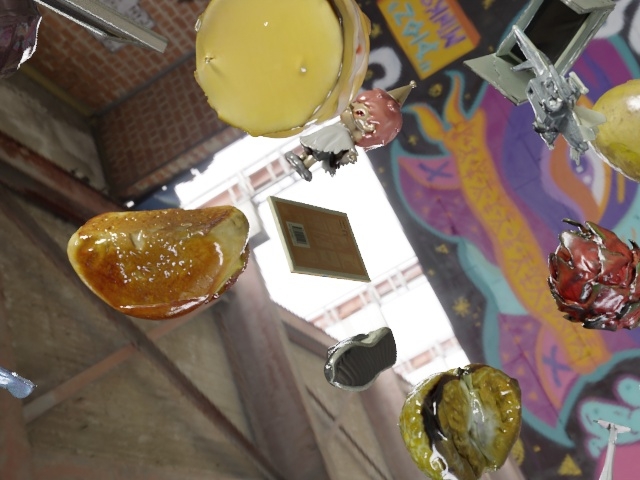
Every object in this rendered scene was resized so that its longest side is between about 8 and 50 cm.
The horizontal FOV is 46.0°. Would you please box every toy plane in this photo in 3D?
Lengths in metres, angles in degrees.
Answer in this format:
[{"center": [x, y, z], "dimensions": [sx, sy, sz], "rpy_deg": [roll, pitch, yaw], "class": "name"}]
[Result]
[{"center": [0.521, 0.447, 1.354], "dimensions": [0.182, 0.273, 0.107], "rpy_deg": [27, 155, 31], "class": "toy plane"}, {"center": [0.372, -0.250, 1.254], "dimensions": [0.262, 0.088, 0.192], "rpy_deg": [57, 169, 19], "class": "toy plane"}]

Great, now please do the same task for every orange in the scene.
[{"center": [0.328, 0.456, 1.856], "dimensions": [0.368, 0.210, 0.271], "rpy_deg": [-7, -105, -42], "class": "orange"}]

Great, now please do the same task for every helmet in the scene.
[{"center": [-0.634, -0.387, 1.403], "dimensions": [0.177, 0.305, 0.225], "rpy_deg": [48, -140, 13], "class": "helmet"}]

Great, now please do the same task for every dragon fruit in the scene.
[{"center": [0.487, 0.068, 1.325], "dimensions": [0.188, 0.182, 0.182], "rpy_deg": [30, 167, 45], "class": "dragon fruit"}]

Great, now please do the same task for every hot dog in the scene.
[{"center": [-0.350, 0.053, 1.702], "dimensions": [0.185, 0.405, 0.223], "rpy_deg": [-69, -27, -69], "class": "hot dog"}]

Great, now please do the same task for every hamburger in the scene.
[{"center": [-0.046, -0.305, 1.219], "dimensions": [0.276, 0.276, 0.237], "rpy_deg": [59, -154, -3], "class": "hamburger"}]

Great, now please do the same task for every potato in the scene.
[{"center": [0.651, -0.211, 1.466], "dimensions": [0.266, 0.229, 0.229], "rpy_deg": [31, 170, 40], "class": "potato"}]

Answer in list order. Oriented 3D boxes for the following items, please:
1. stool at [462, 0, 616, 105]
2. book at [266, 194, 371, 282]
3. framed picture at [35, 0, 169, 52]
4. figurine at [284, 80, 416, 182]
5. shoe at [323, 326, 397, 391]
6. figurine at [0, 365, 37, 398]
[{"center": [0.493, -0.465, 1.698], "dimensions": [0.170, 0.244, 0.269], "rpy_deg": [42, -145, 16], "class": "stool"}, {"center": [-0.001, 0.000, 1.500], "dimensions": [0.241, 0.018, 0.170], "rpy_deg": [12, -128, -49], "class": "book"}, {"center": [-0.320, -0.285, 0.845], "dimensions": [0.265, 0.018, 0.192], "rpy_deg": [23, -177, -37], "class": "framed picture"}, {"center": [0.092, -0.289, 1.882], "dimensions": [0.166, 0.387, 0.207], "rpy_deg": [55, 176, -23], "class": "figurine"}, {"center": [0.064, 0.241, 1.526], "dimensions": [0.227, 0.112, 0.099], "rpy_deg": [-17, -84, -49], "class": "shoe"}, {"center": [-0.680, 0.352, 1.246], "dimensions": [0.276, 0.388, 0.248], "rpy_deg": [37, 160, -24], "class": "figurine"}]
